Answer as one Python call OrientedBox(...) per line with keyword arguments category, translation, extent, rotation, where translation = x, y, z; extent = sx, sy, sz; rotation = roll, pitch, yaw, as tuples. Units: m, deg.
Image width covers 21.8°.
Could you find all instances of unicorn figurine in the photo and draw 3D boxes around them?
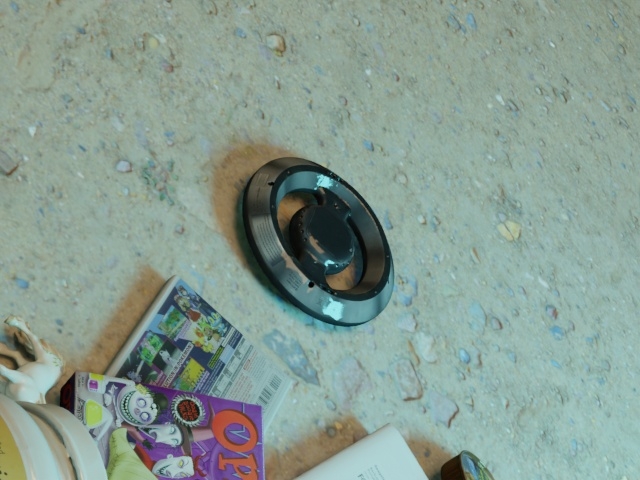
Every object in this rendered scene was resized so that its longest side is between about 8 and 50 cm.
OrientedBox(category="unicorn figurine", translation=(-0.290, 0.139, 1.604), extent=(0.111, 0.060, 0.162), rotation=(47, 39, -5))

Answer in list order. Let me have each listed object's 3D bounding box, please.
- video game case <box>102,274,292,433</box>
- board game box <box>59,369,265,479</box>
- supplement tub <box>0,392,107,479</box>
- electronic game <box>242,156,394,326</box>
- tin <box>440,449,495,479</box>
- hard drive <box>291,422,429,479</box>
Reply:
OrientedBox(category="video game case", translation=(-0.133, 0.158, 1.777), extent=(0.183, 0.023, 0.201), rotation=(43, 40, -11))
OrientedBox(category="board game box", translation=(-0.152, 0.301, 1.590), extent=(0.208, 0.056, 0.347), rotation=(16, 52, -27))
OrientedBox(category="supplement tub", translation=(-0.351, 0.231, 1.338), extent=(0.316, 0.228, 0.228), rotation=(3, 59, -44))
OrientedBox(category="electronic game", translation=(0.000, 0.000, 2.010), extent=(0.229, 0.048, 0.229), rotation=(26, 45, -30))
OrientedBox(category="tin", translation=(0.188, 0.326, 1.912), extent=(0.106, 0.040, 0.189), rotation=(40, 22, -32))
OrientedBox(category="hard drive", translation=(0.033, 0.343, 1.783), extent=(0.319, 0.040, 0.210), rotation=(-23, 78, -51))
